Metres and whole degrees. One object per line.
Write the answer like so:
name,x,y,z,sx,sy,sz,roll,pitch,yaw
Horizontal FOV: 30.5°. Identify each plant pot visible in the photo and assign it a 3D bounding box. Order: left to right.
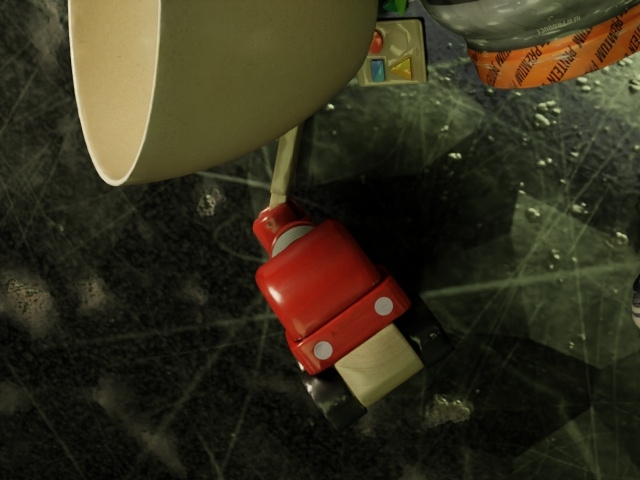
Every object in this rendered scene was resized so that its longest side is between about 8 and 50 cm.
plant pot,-0.069,-0.187,0.885,0.191,0.284,0.284,-4,125,-24

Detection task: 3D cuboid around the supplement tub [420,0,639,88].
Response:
supplement tub,0.127,-0.276,0.792,0.194,0.193,0.316,-14,114,23

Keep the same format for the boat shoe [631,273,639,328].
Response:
boat shoe,0.338,-0.076,0.898,0.158,0.127,0.340,45,113,-3

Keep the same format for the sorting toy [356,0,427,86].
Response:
sorting toy,0.055,-0.168,0.980,0.062,0.012,0.083,1,119,16

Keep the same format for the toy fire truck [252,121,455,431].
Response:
toy fire truck,0.000,0.000,0.988,0.158,0.217,0.246,-36,100,0
